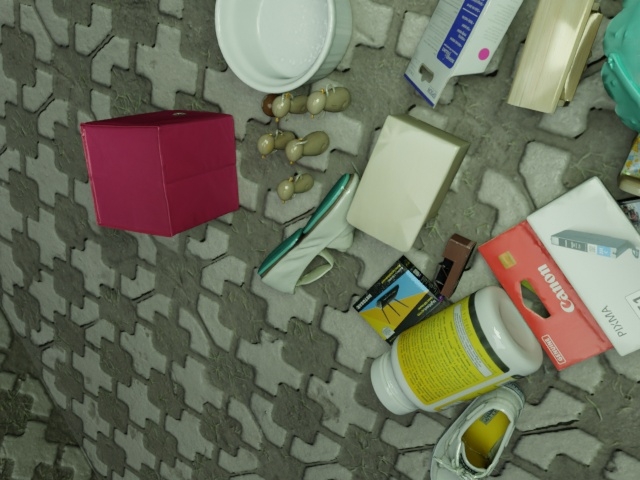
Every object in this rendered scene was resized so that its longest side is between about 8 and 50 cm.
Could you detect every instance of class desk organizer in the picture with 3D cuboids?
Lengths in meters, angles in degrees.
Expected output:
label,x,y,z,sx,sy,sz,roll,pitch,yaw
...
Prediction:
label,x,y,z,sx,sy,sz,roll,pitch,yaw
desk organizer,0.283,0.054,1.105,0.050,0.047,0.130,27,118,21

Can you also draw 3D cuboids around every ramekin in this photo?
label,x,y,z,sx,sy,sz,roll,pitch,yaw
ramekin,-0.068,-0.451,1.065,0.277,0.135,0.277,10,111,27

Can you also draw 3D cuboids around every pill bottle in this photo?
label,x,y,z,sx,sy,sz,roll,pitch,yaw
pill bottle,0.273,0.248,1.094,0.334,0.188,0.188,-37,88,33

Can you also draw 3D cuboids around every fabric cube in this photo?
label,x,y,z,sx,sy,sz,roll,pitch,yaw
fabric cube,-0.384,-0.177,1.269,0.254,0.258,0.259,10,112,27

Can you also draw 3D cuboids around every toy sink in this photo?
label,x,y,z,sx,sy,sz,roll,pitch,yaw
toy sink,0.178,-0.119,1.052,0.152,0.131,0.234,29,114,18

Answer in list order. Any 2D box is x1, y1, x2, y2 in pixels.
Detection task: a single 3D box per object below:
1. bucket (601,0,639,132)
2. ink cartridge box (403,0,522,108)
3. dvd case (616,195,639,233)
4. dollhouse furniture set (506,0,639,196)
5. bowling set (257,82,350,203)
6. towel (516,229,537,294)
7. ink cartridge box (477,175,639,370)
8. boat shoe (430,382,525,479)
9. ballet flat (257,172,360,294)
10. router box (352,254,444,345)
label,x,y,z,sx,sy,sz,roll,pitch,yaw
bucket,0.490,-0.216,0.572,0.281,0.183,0.281,3,110,8
ink cartridge box,0.270,-0.416,0.870,0.069,0.176,0.371,15,121,-22
dvd case,0.608,0.039,0.932,0.180,0.022,0.253,-12,101,33
dollhouse furniture set,0.509,-0.239,0.737,0.394,0.256,0.362,22,114,23
bowling set,-0.081,-0.241,1.138,0.199,0.154,0.287,31,119,16
towel,0.465,0.081,1.013,0.237,0.021,0.102,38,124,19
ink cartridge box,0.472,0.074,0.949,0.261,0.066,0.296,-37,80,29
boat shoe,0.339,0.487,1.161,0.135,0.156,0.367,33,120,16
ballet flat,0.000,0.000,1.211,0.139,0.139,0.400,49,127,5
router box,0.178,0.140,1.194,0.133,0.046,0.179,45,122,8
